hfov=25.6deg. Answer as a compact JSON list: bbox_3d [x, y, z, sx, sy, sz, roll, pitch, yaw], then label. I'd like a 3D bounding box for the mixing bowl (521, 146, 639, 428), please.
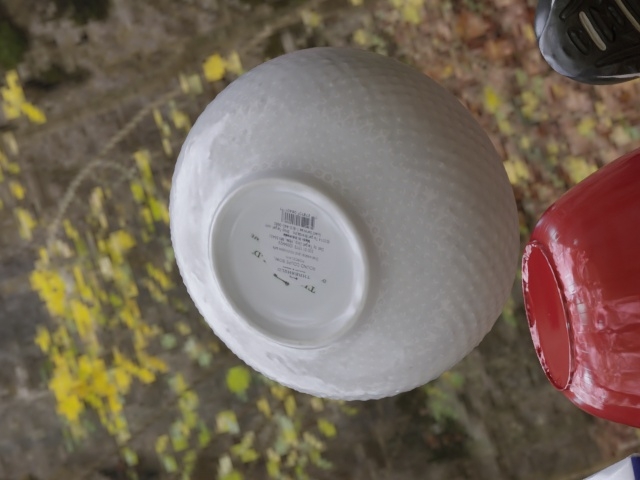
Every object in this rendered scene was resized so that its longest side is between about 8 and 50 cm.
[{"bbox_3d":[0.174,0.033,0.797,0.181,0.098,0.181,170,90,-83],"label":"mixing bowl"}]

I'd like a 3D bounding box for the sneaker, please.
[{"bbox_3d":[0.187,-0.163,0.904,0.100,0.108,0.271,53,-143,-11],"label":"sneaker"}]

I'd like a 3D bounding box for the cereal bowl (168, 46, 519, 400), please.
[{"bbox_3d":[0.000,0.000,1.284,0.141,0.339,0.339,-36,-68,-57],"label":"cereal bowl"}]

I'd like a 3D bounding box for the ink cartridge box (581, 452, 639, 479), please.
[{"bbox_3d":[0.204,0.323,0.949,0.330,0.071,0.324,-39,45,40],"label":"ink cartridge box"}]
